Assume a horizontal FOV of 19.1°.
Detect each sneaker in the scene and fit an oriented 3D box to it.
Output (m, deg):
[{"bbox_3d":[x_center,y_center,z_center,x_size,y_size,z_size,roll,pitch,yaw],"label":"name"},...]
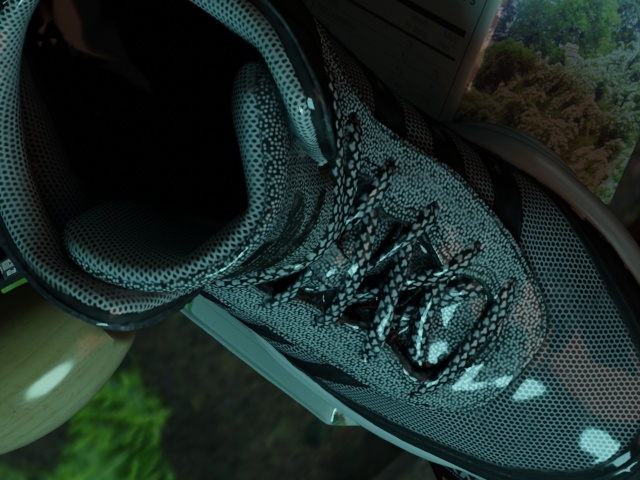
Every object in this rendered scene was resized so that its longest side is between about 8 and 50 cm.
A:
[{"bbox_3d":[0.000,0.000,0.496,0.268,0.153,0.101,41,103,-10],"label":"sneaker"}]

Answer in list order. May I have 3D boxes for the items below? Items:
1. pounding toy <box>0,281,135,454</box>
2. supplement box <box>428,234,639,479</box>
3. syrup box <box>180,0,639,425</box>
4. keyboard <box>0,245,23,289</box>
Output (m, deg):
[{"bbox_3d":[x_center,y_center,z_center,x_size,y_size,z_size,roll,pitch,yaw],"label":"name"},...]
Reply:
[{"bbox_3d":[-0.193,0.012,0.456,0.269,0.155,0.154,30,113,-32],"label":"pounding toy"},{"bbox_3d":[0.138,0.128,0.848,0.130,0.073,0.239,-40,135,-16],"label":"supplement box"},{"bbox_3d":[0.047,-0.062,0.624,0.093,0.096,0.237,5,112,-45],"label":"syrup box"},{"bbox_3d":[-0.136,0.015,0.563,0.180,0.023,0.108,-29,132,-25],"label":"keyboard"}]
